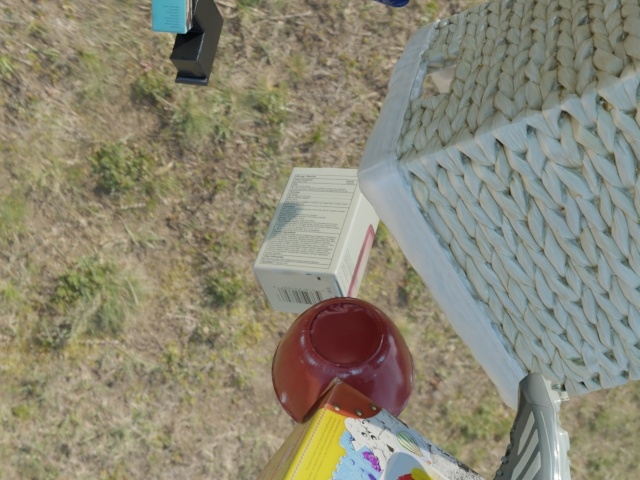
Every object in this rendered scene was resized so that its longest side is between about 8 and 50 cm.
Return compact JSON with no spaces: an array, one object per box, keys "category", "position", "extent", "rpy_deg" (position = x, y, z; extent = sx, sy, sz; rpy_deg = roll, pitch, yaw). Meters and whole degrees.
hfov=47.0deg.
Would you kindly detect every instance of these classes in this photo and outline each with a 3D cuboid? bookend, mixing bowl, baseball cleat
[{"category":"bookend","position":[-0.262,-0.413,1.456],"extent":[0.156,0.072,0.157],"rpy_deg":[58,42,-72]},{"category":"mixing bowl","position":[0.029,0.137,0.894],"extent":[0.181,0.181,0.098],"rpy_deg":[-28,149,-19]},{"category":"baseball cleat","position":[0.148,0.192,0.571],"extent":[0.109,0.206,0.072],"rpy_deg":[-8,130,14]}]

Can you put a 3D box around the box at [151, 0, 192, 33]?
[{"category":"box","position":[-0.257,-0.491,1.278],"extent":[0.060,0.100,0.244],"rpy_deg":[2,113,-4]}]

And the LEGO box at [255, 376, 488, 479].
[{"category":"LEGO box","position":[0.053,0.397,0.573],"extent":[0.372,0.500,0.193],"rpy_deg":[34,117,1]}]

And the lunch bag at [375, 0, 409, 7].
[{"category":"lunch bag","position":[0.076,-0.299,0.751],"extent":[0.065,0.067,0.098],"rpy_deg":[77,36,-67]}]

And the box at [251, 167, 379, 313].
[{"category":"box","position":[0.000,0.000,1.257],"extent":[0.127,0.149,0.232],"rpy_deg":[70,31,-47]}]

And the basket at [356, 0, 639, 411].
[{"category":"basket","position":[0.248,-0.071,0.733],"extent":[0.266,0.328,0.331],"rpy_deg":[-22,118,32]}]
